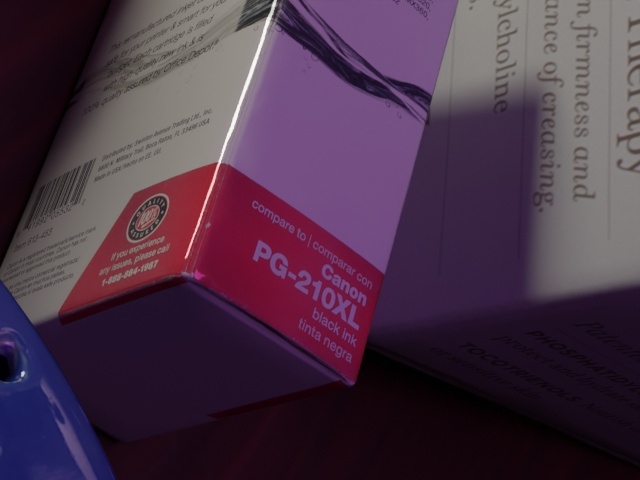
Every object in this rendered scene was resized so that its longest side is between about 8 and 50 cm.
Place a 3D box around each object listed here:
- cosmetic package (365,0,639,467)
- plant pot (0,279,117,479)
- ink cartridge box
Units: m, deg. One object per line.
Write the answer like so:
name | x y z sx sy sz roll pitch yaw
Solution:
cosmetic package | 0.274 -0.082 0.915 0.327 0.393 0.329 27 59 -44
plant pot | -0.217 0.072 0.552 0.236 0.236 0.212 -9 72 -30
ink cartridge box | -0.043 -0.043 0.799 0.100 0.172 0.237 35 56 -29
